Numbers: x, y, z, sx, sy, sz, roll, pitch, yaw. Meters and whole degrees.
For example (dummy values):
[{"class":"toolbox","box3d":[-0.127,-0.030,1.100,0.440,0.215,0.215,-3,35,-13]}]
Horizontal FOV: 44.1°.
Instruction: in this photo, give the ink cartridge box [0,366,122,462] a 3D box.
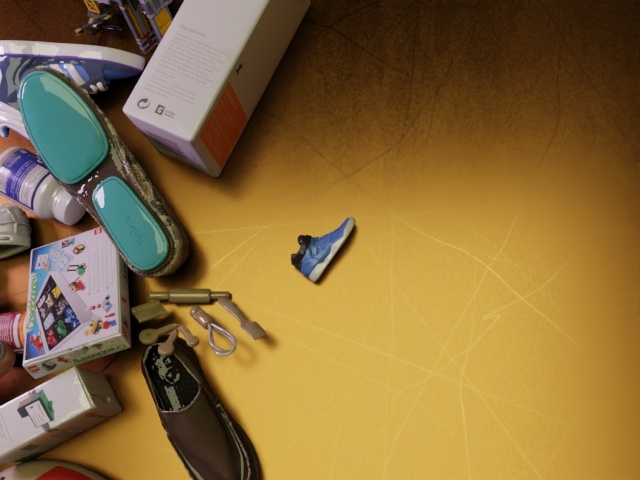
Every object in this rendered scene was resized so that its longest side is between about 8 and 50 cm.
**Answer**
[{"class":"ink cartridge box","box3d":[-0.515,0.335,1.510,0.219,0.160,0.092,-28,75,-2]}]

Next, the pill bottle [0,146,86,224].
[{"class":"pill bottle","box3d":[-0.583,-0.110,1.656,0.186,0.112,0.112,28,80,12]}]

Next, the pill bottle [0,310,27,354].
[{"class":"pill bottle","box3d":[-0.642,0.190,1.599,0.152,0.086,0.086,-6,75,4]}]

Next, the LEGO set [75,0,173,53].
[{"class":"LEGO set","box3d":[-0.368,-0.526,1.726,0.331,0.192,0.255,15,58,25]}]

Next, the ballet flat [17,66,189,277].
[{"class":"ballet flat","box3d":[-0.430,-0.131,1.604,0.164,0.182,0.483,-37,88,9]}]

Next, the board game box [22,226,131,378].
[{"class":"board game box","box3d":[-0.475,0.108,1.550,0.193,0.053,0.305,-18,46,2]}]

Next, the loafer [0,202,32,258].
[{"class":"loafer","box3d":[-0.757,0.027,1.641,0.319,0.112,0.111,-23,66,0]}]

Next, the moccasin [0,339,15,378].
[{"class":"moccasin","box3d":[-0.729,0.343,1.540,0.380,0.147,0.139,-48,41,0]}]

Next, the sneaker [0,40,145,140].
[{"class":"sneaker","box3d":[-0.548,-0.302,1.713,0.322,0.130,0.236,3,98,-10]}]

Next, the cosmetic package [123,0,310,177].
[{"class":"cosmetic package","box3d":[-0.198,-0.385,1.623,0.161,0.230,0.453,24,81,11]}]

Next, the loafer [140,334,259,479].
[{"class":"loafer","box3d":[-0.247,0.341,1.493,0.134,0.130,0.366,-35,75,-3]}]

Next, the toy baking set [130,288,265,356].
[{"class":"toy baking set","box3d":[-0.239,0.158,1.535,0.256,0.030,0.197,-2,36,-9]}]

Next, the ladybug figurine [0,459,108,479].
[{"class":"ladybug figurine","box3d":[-0.469,0.587,1.439,0.449,0.162,0.305,32,81,13]}]

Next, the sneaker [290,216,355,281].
[{"class":"sneaker","box3d":[0.000,0.000,1.589,0.084,0.058,0.152,35,89,5]}]
